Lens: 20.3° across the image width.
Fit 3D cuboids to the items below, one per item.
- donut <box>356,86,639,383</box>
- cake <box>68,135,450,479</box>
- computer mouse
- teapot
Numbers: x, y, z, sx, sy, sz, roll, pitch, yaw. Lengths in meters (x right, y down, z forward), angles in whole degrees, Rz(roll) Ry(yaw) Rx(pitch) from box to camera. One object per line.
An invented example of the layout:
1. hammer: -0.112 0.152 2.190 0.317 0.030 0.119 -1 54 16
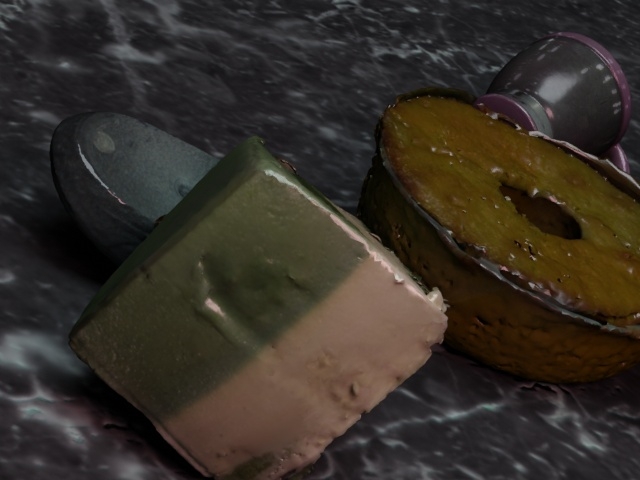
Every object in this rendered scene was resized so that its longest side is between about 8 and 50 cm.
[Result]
1. donut: 0.146 0.007 1.333 0.272 0.107 0.272 20 33 -14
2. cake: 0.001 -0.002 1.107 0.158 0.172 0.283 45 35 -7
3. computer mouse: -0.092 -0.009 1.217 0.229 0.068 0.113 29 42 -23
4. teapot: 0.191 -0.092 1.538 0.116 0.148 0.146 2 23 44
